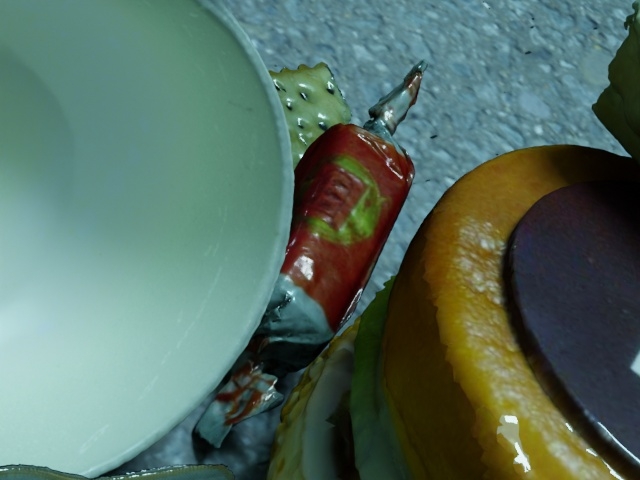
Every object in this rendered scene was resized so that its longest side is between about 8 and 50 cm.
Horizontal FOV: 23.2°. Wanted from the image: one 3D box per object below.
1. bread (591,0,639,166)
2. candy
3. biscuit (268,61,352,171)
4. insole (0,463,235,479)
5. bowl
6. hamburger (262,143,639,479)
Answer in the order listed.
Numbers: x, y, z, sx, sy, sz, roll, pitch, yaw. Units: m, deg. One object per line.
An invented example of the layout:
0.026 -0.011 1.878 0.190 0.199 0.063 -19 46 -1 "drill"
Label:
0.251 -0.022 0.723 0.152 0.130 0.268 1 43 -46 "bread"
-0.001 0.000 0.917 0.059 0.086 0.292 40 52 -16 "candy"
-0.048 -0.047 0.992 0.203 0.016 0.144 -12 61 -34 "biscuit"
-0.123 0.137 0.773 0.188 0.064 0.004 0 23 -34 "insole"
-0.163 -0.022 0.765 0.277 0.277 0.145 -6 22 -32 "bowl"
0.141 0.131 0.785 0.330 0.250 0.330 18 37 -14 "hamburger"
